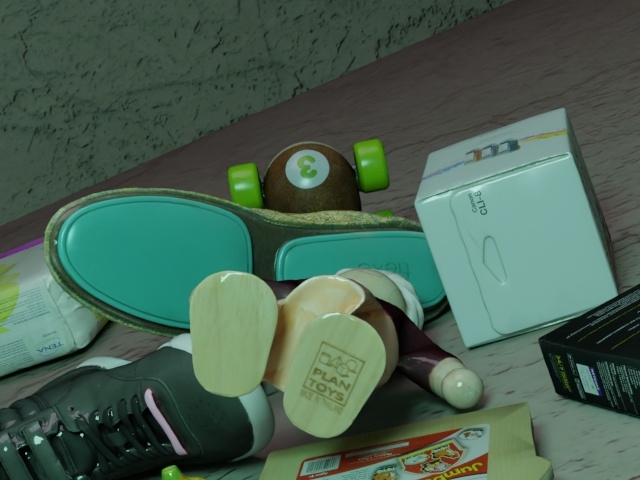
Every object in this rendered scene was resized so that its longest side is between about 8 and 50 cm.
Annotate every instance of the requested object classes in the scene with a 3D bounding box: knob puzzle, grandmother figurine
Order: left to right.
[{"bbox_3d":[0.017,0.063,1.043,0.104,0.207,0.342,-60,-6,7],"label":"grandmother figurine"},{"bbox_3d":[0.041,0.159,0.861,0.213,0.030,0.213,-14,15,4],"label":"knob puzzle"}]

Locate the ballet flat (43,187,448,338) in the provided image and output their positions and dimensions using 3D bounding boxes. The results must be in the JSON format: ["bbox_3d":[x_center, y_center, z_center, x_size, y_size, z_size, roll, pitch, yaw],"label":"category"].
[{"bbox_3d":[-0.061,0.024,1.245,0.348,0.123,0.123,3,4,-19],"label":"ballet flat"}]

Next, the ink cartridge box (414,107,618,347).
[{"bbox_3d":[0.158,-0.013,1.201,0.127,0.128,0.176,-18,13,13],"label":"ink cartridge box"}]

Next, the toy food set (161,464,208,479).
[{"bbox_3d":[-0.143,0.197,0.913,0.217,0.071,0.128,-25,12,-17],"label":"toy food set"}]

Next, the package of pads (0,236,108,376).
[{"bbox_3d":[-0.341,0.073,1.745,0.229,0.101,0.296,-19,13,14],"label":"package of pads"}]

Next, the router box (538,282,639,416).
[{"bbox_3d":[0.248,0.051,0.957,0.178,0.046,0.133,-26,13,-20],"label":"router box"}]

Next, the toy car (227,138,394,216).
[{"bbox_3d":[0.000,0.000,1.427,0.155,0.149,0.188,-11,23,0],"label":"toy car"}]

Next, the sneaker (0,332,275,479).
[{"bbox_3d":[-0.154,0.149,1.101,0.147,0.105,0.295,-33,13,-33],"label":"sneaker"}]
